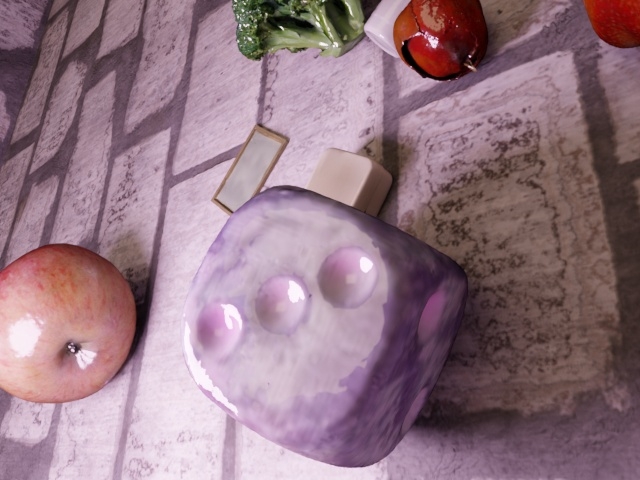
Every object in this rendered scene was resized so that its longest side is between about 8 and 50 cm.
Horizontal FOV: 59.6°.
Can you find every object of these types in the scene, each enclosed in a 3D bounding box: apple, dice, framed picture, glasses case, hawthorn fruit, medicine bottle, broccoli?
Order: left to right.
[{"bbox_3d":[-0.557,0.189,1.213,0.269,0.345,0.345,28,90,28],"label":"apple"},{"bbox_3d":[-0.158,-0.148,1.216,0.136,0.010,0.201,34,94,47],"label":"framed picture"},{"bbox_3d":[-0.039,-0.473,1.104,0.308,0.308,0.275,-41,86,21],"label":"broccoli"},{"bbox_3d":[0.000,0.000,0.956,0.131,0.070,0.313,26,89,46],"label":"glasses case"},{"bbox_3d":[0.013,0.102,0.715,0.270,0.270,0.271,24,88,28],"label":"dice"},{"bbox_3d":[0.188,-0.454,0.985,0.260,0.095,0.095,-51,45,11],"label":"medicine bottle"},{"bbox_3d":[0.199,-0.320,0.885,0.148,0.148,0.172,-40,67,22],"label":"hawthorn fruit"},{"bbox_3d":[0.394,-0.330,0.670,0.169,0.188,0.169,-24,48,31],"label":"hawthorn fruit"}]
